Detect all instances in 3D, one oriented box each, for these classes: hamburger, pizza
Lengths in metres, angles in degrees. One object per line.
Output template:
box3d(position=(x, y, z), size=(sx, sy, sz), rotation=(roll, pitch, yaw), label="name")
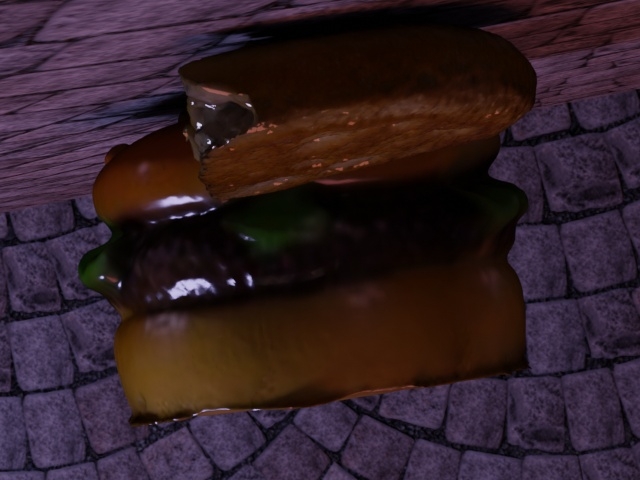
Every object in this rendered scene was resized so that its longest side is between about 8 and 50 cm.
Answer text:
box3d(position=(0.000, 0.000, 1.368), size=(0.396, 0.277, 0.396), rotation=(-8, 179, 0), label="hamburger")
box3d(position=(0.038, -0.102, 1.043), size=(0.268, 0.087, 0.258), rotation=(-12, 177, -5), label="pizza")
